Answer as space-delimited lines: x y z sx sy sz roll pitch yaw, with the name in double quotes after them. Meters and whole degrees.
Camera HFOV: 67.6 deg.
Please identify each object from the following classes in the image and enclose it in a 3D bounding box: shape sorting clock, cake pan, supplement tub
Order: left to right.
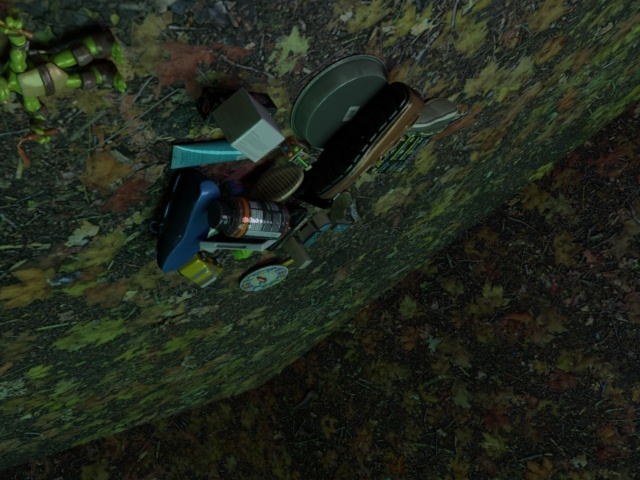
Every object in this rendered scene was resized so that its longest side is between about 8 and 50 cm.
-0.182 -0.057 1.212 0.198 0.106 0.106 5 140 -41 "supplement tub"
-0.229 0.157 1.954 0.206 0.040 0.206 -15 155 -7 "shape sorting clock"
0.062 -0.349 1.254 0.293 0.054 0.293 -27 159 -12 "cake pan"

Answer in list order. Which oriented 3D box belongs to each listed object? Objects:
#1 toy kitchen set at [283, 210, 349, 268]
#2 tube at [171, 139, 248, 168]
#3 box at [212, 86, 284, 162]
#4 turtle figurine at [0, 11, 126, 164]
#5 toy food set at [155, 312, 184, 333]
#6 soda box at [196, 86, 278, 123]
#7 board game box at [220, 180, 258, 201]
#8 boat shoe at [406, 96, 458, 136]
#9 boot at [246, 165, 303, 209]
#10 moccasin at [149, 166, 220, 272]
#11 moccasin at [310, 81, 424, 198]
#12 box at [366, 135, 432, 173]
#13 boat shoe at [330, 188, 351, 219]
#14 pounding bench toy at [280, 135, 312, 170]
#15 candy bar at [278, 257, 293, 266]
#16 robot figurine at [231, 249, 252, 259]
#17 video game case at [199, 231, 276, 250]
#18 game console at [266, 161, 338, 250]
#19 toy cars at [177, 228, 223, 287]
0.000 0.000 1.843 0.207 0.122 0.166 -43 156 27 "toy kitchen set"
-0.252 -0.211 1.147 0.207 0.052 0.080 -13 148 -27 "tube"
-0.149 -0.238 0.995 0.087 0.101 0.101 -36 157 12 "box"
-0.428 -0.252 0.758 0.217 0.087 0.269 -28 151 -31 "turtle figurine"
-0.601 0.327 1.899 0.122 0.019 0.078 -25 159 -38 "toy food set"
-0.180 -0.291 1.052 0.169 0.053 0.060 -11 151 -44 "soda box"
-0.216 -0.118 1.411 0.201 0.035 0.136 -6 147 -48 "board game box"
0.299 -0.364 1.464 0.305 0.109 0.091 -21 152 -35 "boat shoe"
-0.132 -0.116 1.394 0.249 0.090 0.207 -35 167 9 "boot"
-0.359 -0.055 1.261 0.138 0.117 0.342 -24 156 -53 "moccasin"
0.123 -0.256 1.302 0.380 0.139 0.147 -49 146 17 "moccasin"
0.263 -0.305 1.637 0.184 0.045 0.190 -8 149 -42 "box"
0.068 -0.139 1.721 0.064 0.060 0.178 2 154 -8 "boat shoe"
-0.060 -0.233 1.301 0.052 0.083 0.065 -39 158 18 "pounding bench toy"
-0.162 0.102 1.993 0.162 0.018 0.040 -26 159 -13 "candy bar"
-0.251 0.013 1.609 0.115 0.067 0.101 -45 -178 28 "robot figurine"
-0.216 -0.002 1.325 0.173 0.022 0.190 3 -169 10 "video game case"
-0.077 -0.097 1.580 0.361 0.044 0.213 -46 156 13 "game console"
-0.358 0.051 1.520 0.177 0.087 0.393 -18 155 -31 "toy cars"
